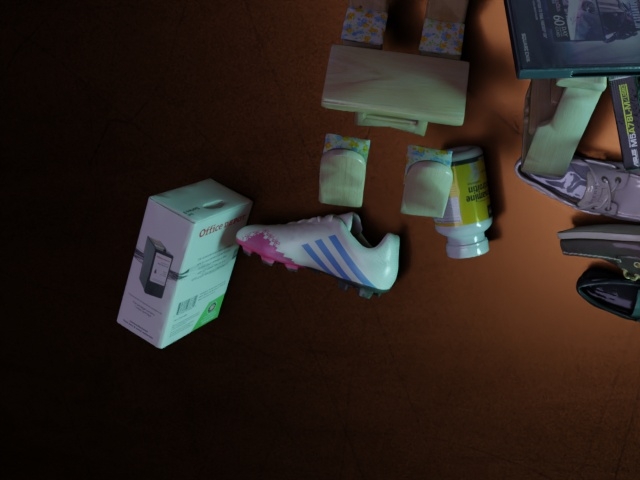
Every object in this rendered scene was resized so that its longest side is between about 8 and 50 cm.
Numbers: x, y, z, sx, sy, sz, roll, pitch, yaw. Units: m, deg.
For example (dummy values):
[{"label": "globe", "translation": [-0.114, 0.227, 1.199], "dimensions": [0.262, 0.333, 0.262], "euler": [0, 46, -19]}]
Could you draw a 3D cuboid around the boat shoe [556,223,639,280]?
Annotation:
[{"label": "boat shoe", "translation": [0.535, 0.023, 1.531], "dimensions": [0.305, 0.109, 0.091], "euler": [3, 101, 23]}]

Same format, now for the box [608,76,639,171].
[{"label": "box", "translation": [0.477, -0.215, 1.445], "dimensions": [0.045, 0.184, 0.191], "euler": [-9, 102, 24]}]

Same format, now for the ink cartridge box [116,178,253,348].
[{"label": "ink cartridge box", "translation": [-0.269, 0.039, 1.899], "dimensions": [0.121, 0.211, 0.289], "euler": [28, 115, 19]}]

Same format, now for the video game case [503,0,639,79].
[{"label": "video game case", "translation": [0.397, -0.312, 1.323], "dimensions": [0.274, 0.026, 0.196], "euler": [-2, 63, -1]}]

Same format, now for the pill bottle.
[{"label": "pill bottle", "translation": [0.244, -0.067, 1.658], "dimensions": [0.103, 0.103, 0.184], "euler": [-4, 103, 29]}]

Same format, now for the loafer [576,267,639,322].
[{"label": "loafer", "translation": [0.533, 0.106, 1.573], "dimensions": [0.223, 0.078, 0.076], "euler": [18, 113, 22]}]

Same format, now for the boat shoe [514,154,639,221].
[{"label": "boat shoe", "translation": [0.448, -0.083, 1.550], "dimensions": [0.277, 0.096, 0.098], "euler": [16, 111, 23]}]

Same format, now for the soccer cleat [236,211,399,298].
[{"label": "soccer cleat", "translation": [0.000, 0.000, 1.816], "dimensions": [0.331, 0.116, 0.143], "euler": [18, 97, 20]}]

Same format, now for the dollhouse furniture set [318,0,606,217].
[{"label": "dollhouse furniture set", "translation": [0.205, -0.250, 1.445], "dimensions": [0.394, 0.362, 0.256], "euler": [8, 152, 3]}]
